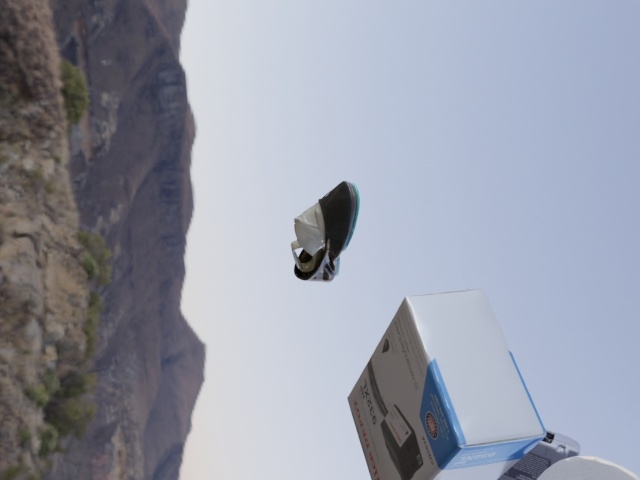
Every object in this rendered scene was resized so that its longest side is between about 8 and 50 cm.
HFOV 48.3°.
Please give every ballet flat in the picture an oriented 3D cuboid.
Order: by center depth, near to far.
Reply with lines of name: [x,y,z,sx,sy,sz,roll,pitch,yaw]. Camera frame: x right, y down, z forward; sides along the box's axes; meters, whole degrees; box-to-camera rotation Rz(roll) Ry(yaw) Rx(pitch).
ballet flat: [0.000,0.000,1.246,0.280,0.096,0.095,103,-23,-56]

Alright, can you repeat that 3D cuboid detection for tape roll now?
tape roll: [0.458,0.479,1.200,0.072,0.219,0.219,72,-2,-52]

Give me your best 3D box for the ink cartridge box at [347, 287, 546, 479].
ink cartridge box: [0.160,0.247,1.024,0.307,0.129,0.223,110,-30,-49]

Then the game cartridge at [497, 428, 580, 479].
game cartridge: [0.410,0.474,1.577,0.294,0.060,0.196,16,-58,26]
